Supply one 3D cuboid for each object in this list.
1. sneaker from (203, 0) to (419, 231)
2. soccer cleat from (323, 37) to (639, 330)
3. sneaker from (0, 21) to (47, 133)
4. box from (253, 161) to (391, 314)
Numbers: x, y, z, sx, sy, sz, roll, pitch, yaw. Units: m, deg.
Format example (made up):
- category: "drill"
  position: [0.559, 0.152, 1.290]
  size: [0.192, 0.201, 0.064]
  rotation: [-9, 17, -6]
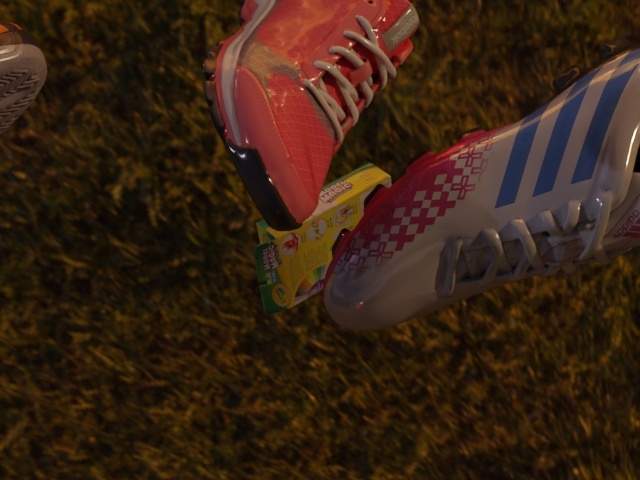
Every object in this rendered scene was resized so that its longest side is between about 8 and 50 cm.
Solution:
- category: "sneaker"
  position: [0.004, -0.139, 0.998]
  size: [0.136, 0.116, 0.314]
  rotation: [-14, 40, 19]
- category: "soccer cleat"
  position: [0.157, -0.022, 0.983]
  size: [0.331, 0.116, 0.143]
  rotation: [-36, 53, -5]
- category: "sneaker"
  position: [-0.354, -0.113, 0.896]
  size: [0.321, 0.124, 0.180]
  rotation: [-23, 75, -4]
- category: "box"
  position: [0.000, 0.000, 1.466]
  size: [0.179, 0.105, 0.043]
  rotation: [-30, 44, -26]
